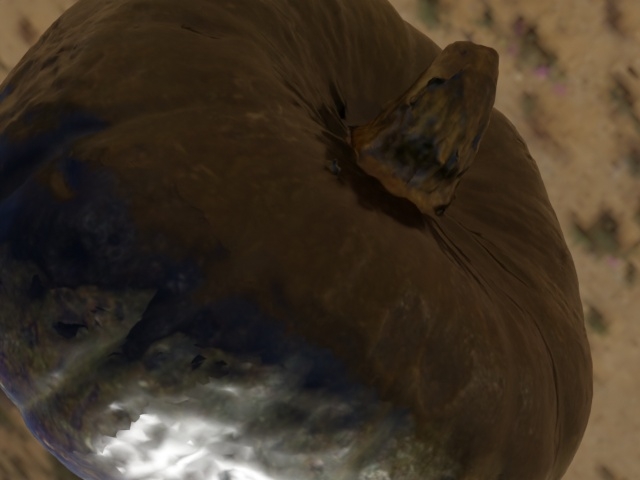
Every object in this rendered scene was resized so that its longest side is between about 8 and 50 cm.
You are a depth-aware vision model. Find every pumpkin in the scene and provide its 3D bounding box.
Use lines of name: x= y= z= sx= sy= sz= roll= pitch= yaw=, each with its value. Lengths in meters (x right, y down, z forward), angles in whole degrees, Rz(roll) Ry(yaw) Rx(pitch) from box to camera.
pumpkin: x=0.000 y=0.000 z=0.576 sx=0.219 sy=0.162 sz=0.219 roll=39 pitch=-153 yaw=-24
